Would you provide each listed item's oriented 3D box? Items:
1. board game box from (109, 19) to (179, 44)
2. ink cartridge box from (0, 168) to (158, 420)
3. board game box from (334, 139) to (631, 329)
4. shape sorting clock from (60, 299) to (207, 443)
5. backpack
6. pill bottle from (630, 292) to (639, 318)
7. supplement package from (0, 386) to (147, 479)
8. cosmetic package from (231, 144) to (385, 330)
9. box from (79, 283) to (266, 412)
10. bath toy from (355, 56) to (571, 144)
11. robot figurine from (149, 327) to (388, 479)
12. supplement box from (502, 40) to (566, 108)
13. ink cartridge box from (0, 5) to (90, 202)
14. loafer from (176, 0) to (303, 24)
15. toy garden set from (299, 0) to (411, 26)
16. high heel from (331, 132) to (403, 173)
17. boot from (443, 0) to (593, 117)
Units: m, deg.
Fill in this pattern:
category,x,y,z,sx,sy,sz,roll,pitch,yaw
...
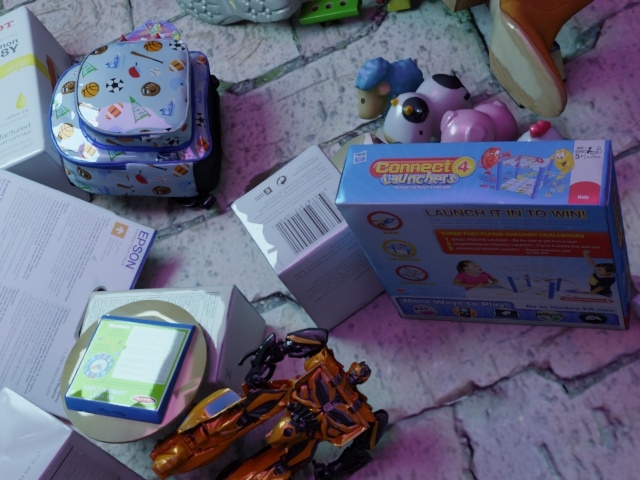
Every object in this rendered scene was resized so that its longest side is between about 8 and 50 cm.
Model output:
category,x,y,z,sx,sy,sz,roll,pitch,yaw
board game box,-0.347,-0.362,1.805,0.169,0.033,0.133,-40,53,-5
ink cartridge box,-0.462,0.076,1.483,0.330,0.071,0.324,22,77,-1
board game box,0.211,0.001,1.177,0.308,0.302,0.086,2,60,23
shape sorting clock,-0.245,0.170,1.258,0.206,0.040,0.206,-9,51,11
backpack,-0.302,-0.191,1.550,0.264,0.213,0.276,-8,55,5
pill bottle,0.446,0.057,1.193,0.116,0.065,0.065,-38,53,-3
supplement package,-0.338,0.316,1.233,0.134,0.244,0.139,23,69,31
cosmetic package,0.000,0.000,1.336,0.151,0.183,0.151,-35,53,-2
box,-0.213,0.157,1.358,0.233,0.127,0.148,-3,59,20
bath toy,0.211,-0.166,1.394,0.348,0.129,0.151,31,74,34
robot figurine,-0.058,0.245,1.214,0.291,0.211,0.085,-35,8,7
supplement box,0.314,-0.261,1.438,0.083,0.083,0.056,-31,53,1
ink cartridge box,-0.591,-0.200,1.720,0.279,0.160,0.384,-24,53,7
loafer,-0.148,-0.458,1.739,0.320,0.112,0.111,17,53,38
toy garden set,0.078,-0.481,1.703,0.204,0.049,0.244,-5,56,21
high heel,0.117,-0.071,1.420,0.093,0.186,0.261,-53,21,-9
boot,0.323,-0.317,1.360,0.211,0.104,0.295,-22,64,-21
